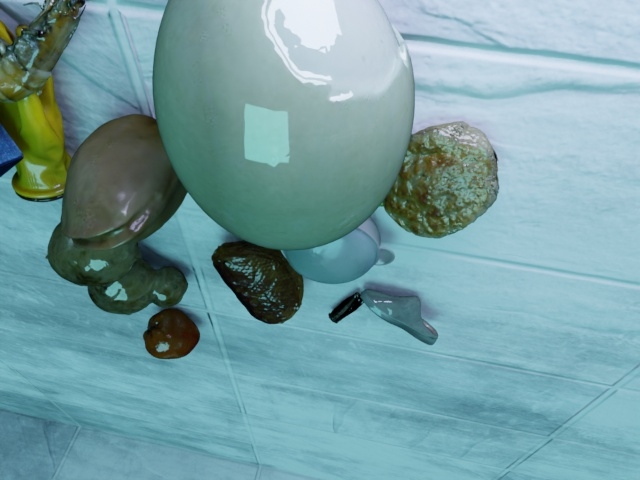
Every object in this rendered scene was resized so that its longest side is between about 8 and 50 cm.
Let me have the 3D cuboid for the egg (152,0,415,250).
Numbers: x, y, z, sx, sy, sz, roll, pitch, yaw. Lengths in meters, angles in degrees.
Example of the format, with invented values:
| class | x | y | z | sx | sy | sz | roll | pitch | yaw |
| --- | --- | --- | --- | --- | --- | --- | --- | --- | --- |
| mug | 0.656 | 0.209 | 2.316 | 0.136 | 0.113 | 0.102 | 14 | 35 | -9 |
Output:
| class | x | y | z | sx | sy | sz | roll | pitch | yaw |
| --- | --- | --- | --- | --- | --- | --- | --- | --- | --- |
| egg | -0.036 | -0.152 | 0.535 | 0.279 | 0.278 | 0.336 | 10 | 147 | 5 |

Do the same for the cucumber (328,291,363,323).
| class | x | y | z | sx | sy | sz | roll | pitch | yaw |
| --- | --- | --- | --- | --- | --- | --- | --- | --- | --- |
| cucumber | 0.058 | 0.148 | 1.094 | 0.033 | 0.034 | 0.135 | 39 | 135 | -5 |

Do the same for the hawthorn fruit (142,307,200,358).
| class | x | y | z | sx | sy | sz | roll | pitch | yaw |
| --- | --- | --- | --- | --- | --- | --- | --- | --- | --- |
| hawthorn fruit | -0.390 | 0.252 | 1.294 | 0.138 | 0.132 | 0.133 | 27 | 142 | -34 |

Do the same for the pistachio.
| class | x | y | z | sx | sy | sz | roll | pitch | yaw |
| --- | --- | --- | --- | --- | --- | --- | --- | --- | --- |
| pistachio | -0.296 | -0.080 | 0.735 | 0.213 | 0.260 | 0.162 | -19 | 123 | 24 |

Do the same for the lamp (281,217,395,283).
| class | x | y | z | sx | sy | sz | roll | pitch | yaw |
| --- | --- | --- | --- | --- | --- | --- | --- | --- | --- |
| lamp | -0.001 | 0.001 | 0.863 | 0.246 | 0.107 | 0.179 | 35 | 134 | -25 |

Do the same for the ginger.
| class | x | y | z | sx | sy | sz | roll | pitch | yaw |
| --- | --- | --- | --- | --- | --- | --- | --- | --- | --- |
| ginger | -0.436 | 0.060 | 1.061 | 0.245 | 0.155 | 0.304 | -12 | 144 | 21 |

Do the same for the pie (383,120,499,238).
| class | x | y | z | sx | sy | sz | roll | pitch | yaw |
| --- | --- | --- | --- | --- | --- | --- | --- | --- | --- |
| pie | 0.169 | -0.089 | 0.718 | 0.163 | 0.079 | 0.193 | 42 | 135 | -12 |

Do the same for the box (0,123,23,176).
| class | x | y | z | sx | sy | sz | roll | pitch | yaw |
| --- | --- | --- | --- | --- | --- | --- | --- | --- | --- |
| box | -0.632 | -0.185 | 0.752 | 0.261 | 0.116 | 0.278 | -18 | 108 | 34 |

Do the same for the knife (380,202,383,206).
| class | x | y | z | sx | sy | sz | roll | pitch | yaw |
| --- | --- | --- | --- | --- | --- | --- | --- | --- | --- |
| knife | 0.137 | -0.055 | 0.810 | 0.166 | 0.022 | 0.078 | 10 | 120 | 6 |

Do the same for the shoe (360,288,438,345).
| class | x | y | z | sx | sy | sz | roll | pitch | yaw |
| --- | --- | --- | --- | --- | --- | --- | --- | --- | --- |
| shoe | 0.177 | 0.143 | 1.032 | 0.195 | 0.079 | 0.078 | 35 | 100 | -11 |

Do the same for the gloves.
| class | x | y | z | sx | sy | sz | roll | pitch | yaw |
| --- | --- | --- | --- | --- | --- | --- | --- | --- | --- |
| gloves | -0.467 | -0.207 | 0.761 | 0.133 | 0.116 | 0.294 | 4 | 135 | 0 |

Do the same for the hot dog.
| class | x | y | z | sx | sy | sz | roll | pitch | yaw |
| --- | --- | --- | --- | --- | --- | --- | --- | --- | --- |
| hot dog | -0.128 | 0.077 | 1.006 | 0.161 | 0.099 | 0.227 | -4 | 138 | 23 |

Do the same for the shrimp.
| class | x | y | z | sx | sy | sz | roll | pitch | yaw |
| --- | --- | --- | --- | --- | --- | --- | --- | --- | --- |
| shrimp | -0.395 | -0.283 | 0.632 | 0.217 | 0.051 | 0.150 | -41 | 98 | 15 |
